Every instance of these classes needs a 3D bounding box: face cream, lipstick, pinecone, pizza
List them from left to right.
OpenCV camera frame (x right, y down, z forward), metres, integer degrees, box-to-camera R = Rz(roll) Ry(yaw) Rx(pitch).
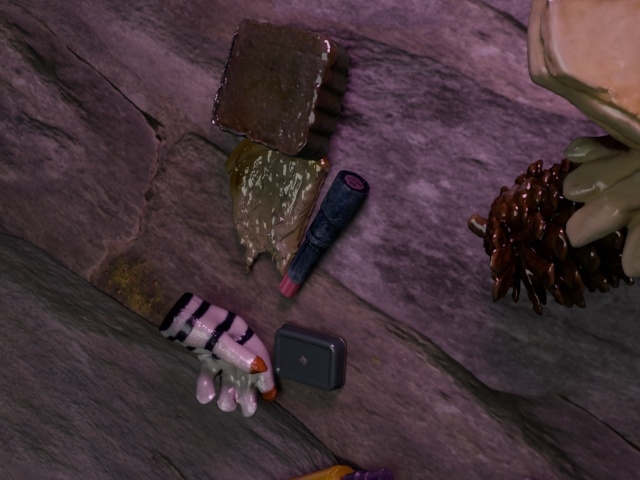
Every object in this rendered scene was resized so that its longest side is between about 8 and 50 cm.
[{"bbox_3d":[-0.085,-0.056,1.278,0.181,0.034,0.262,26,114,27],"label":"pizza"},{"bbox_3d":[0.000,0.000,1.227,0.053,0.053,0.234,43,125,19],"label":"lipstick"},{"bbox_3d":[0.003,0.409,1.295,0.273,0.078,0.078,-27,85,36],"label":"face cream"},{"bbox_3d":[0.289,-0.010,0.945,0.212,0.168,0.185,-15,51,31],"label":"pinecone"}]

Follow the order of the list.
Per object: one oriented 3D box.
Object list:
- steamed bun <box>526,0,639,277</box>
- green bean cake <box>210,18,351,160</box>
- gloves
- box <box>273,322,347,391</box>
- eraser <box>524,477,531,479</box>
[{"bbox_3d":[0.385,-0.088,0.792,0.428,0.189,0.247,12,78,-1],"label":"steamed bun"},{"bbox_3d":[-0.051,-0.215,1.166,0.181,0.094,0.173,20,99,30],"label":"green bean cake"},{"bbox_3d":[-0.159,0.186,1.345,0.219,0.131,0.140,36,122,-12],"label":"gloves"},{"bbox_3d":[-0.020,0.187,1.289,0.126,0.031,0.091,13,108,31],"label":"box"},{"bbox_3d":[0.352,0.459,1.059,0.270,0.095,0.174,28,112,26],"label":"eraser"}]
